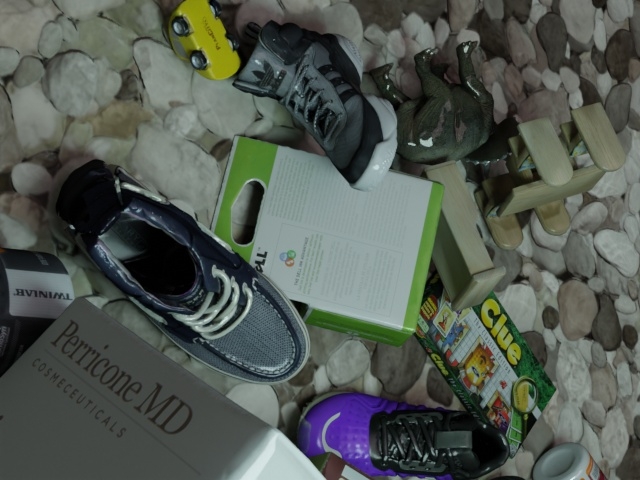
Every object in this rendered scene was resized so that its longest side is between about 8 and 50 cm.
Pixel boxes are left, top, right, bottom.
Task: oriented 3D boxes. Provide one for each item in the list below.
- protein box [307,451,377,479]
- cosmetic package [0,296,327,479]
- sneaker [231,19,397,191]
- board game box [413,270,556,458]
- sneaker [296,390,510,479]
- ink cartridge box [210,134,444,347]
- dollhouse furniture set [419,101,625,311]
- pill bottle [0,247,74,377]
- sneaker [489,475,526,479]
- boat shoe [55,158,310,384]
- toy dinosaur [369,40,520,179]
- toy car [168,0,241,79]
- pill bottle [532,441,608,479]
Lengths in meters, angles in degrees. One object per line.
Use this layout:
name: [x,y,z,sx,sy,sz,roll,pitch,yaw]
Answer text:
protein box: [-0.018,0.354,1.388,0.136,0.200,0.201,34,63,-14]
cosmetic package: [-0.175,0.329,1.097,0.394,0.329,0.327,-48,128,-14]
sneaker: [-0.015,-0.159,1.484,0.153,0.101,0.269,15,34,-28]
board game box: [0.215,0.152,1.741,0.260,0.030,0.136,54,53,-22]
sneaker: [0.112,0.235,1.565,0.293,0.146,0.102,11,78,-39]
ink cartridge box: [0.000,0.000,1.545,0.255,0.097,0.189,14,73,-3]
dollhouse furniture set: [0.258,-0.032,1.660,0.242,0.212,0.161,-16,71,-16]
pill bottle: [-0.360,0.063,1.197,0.245,0.130,0.131,8,80,-40]
sneaker: [0.217,0.444,1.661,0.130,0.109,0.286,53,57,-30]
boat shoe: [-0.126,0.061,1.357,0.340,0.158,0.127,39,91,-25]
toy dinosaur: [0.152,-0.158,1.666,0.313,0.121,0.160,-9,77,-45]
toy car: [-0.188,-0.300,1.438,0.225,0.053,0.239,4,81,-39]
pill bottle: [0.363,0.358,1.802,0.152,0.086,0.086,54,55,-22]
